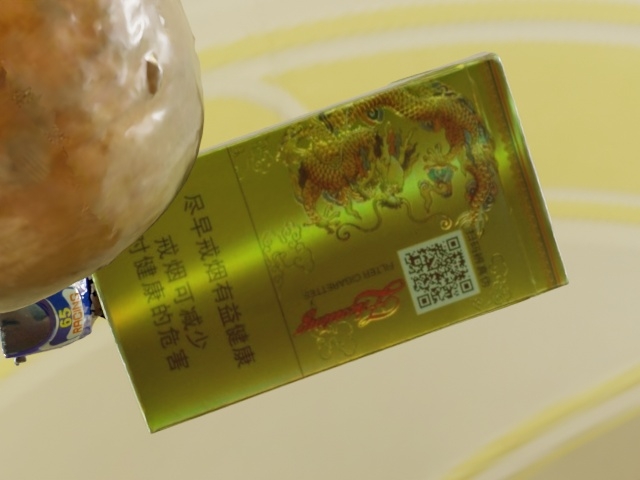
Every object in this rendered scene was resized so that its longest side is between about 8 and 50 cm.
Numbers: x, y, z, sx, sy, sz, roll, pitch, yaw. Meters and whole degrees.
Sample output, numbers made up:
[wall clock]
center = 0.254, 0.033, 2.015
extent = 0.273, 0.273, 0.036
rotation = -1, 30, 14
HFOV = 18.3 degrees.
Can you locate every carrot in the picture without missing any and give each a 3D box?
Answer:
[carrot]
center = -0.198, -0.136, 0.926
extent = 0.224, 0.224, 0.340
rotation = -29, -63, 5

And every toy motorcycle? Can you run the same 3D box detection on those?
[toy motorcycle]
center = -0.248, 0.023, 1.560
extent = 0.169, 0.315, 0.113
rotation = -32, -53, -50

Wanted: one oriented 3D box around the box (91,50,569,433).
[box]
center = 0.000, 0.000, 1.360
extent = 0.311, 0.043, 0.173
rotation = -20, -81, -8
